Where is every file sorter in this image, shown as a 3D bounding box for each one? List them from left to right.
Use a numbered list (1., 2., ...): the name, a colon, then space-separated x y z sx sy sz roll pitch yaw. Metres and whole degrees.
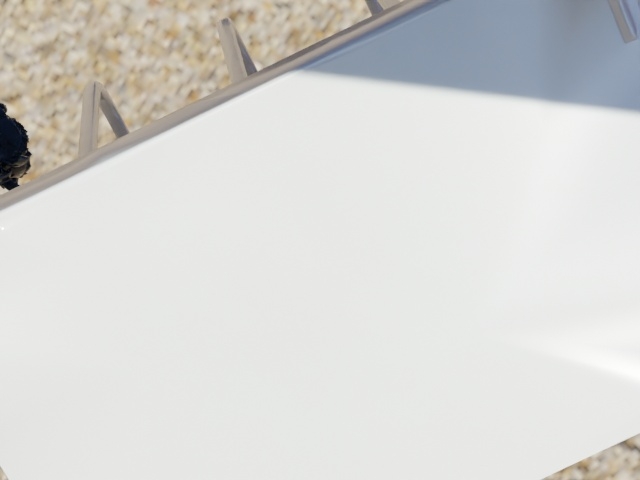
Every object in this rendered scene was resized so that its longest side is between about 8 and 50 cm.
1. file sorter: 0.000 0.000 0.679 0.173 0.277 0.193 -111 175 -67

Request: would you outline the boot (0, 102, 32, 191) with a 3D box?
1. boot: -0.223 -0.063 0.908 0.099 0.045 0.121 -26 68 -41
